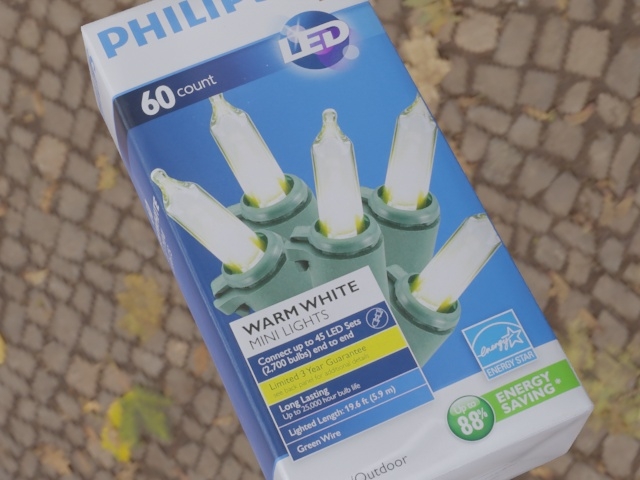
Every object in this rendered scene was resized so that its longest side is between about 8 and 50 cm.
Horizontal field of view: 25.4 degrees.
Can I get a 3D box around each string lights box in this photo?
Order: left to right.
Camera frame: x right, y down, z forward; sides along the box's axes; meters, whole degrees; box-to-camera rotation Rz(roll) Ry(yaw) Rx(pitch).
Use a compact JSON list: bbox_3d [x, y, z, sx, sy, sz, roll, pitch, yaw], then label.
[{"bbox_3d":[0.000,0.000,0.652,0.077,0.133,0.260,93,152,-66],"label":"string lights box"}]
